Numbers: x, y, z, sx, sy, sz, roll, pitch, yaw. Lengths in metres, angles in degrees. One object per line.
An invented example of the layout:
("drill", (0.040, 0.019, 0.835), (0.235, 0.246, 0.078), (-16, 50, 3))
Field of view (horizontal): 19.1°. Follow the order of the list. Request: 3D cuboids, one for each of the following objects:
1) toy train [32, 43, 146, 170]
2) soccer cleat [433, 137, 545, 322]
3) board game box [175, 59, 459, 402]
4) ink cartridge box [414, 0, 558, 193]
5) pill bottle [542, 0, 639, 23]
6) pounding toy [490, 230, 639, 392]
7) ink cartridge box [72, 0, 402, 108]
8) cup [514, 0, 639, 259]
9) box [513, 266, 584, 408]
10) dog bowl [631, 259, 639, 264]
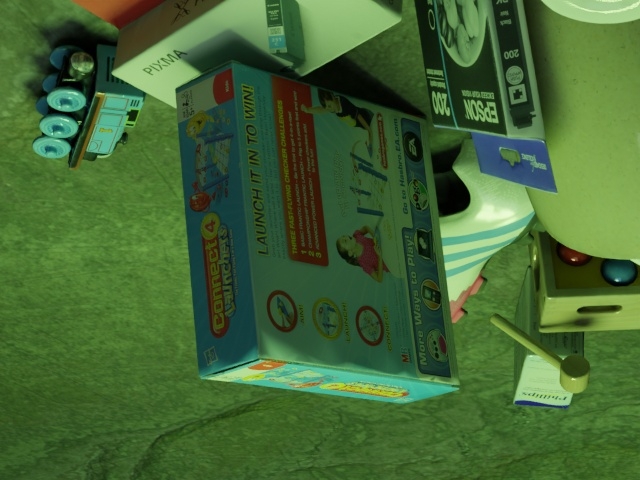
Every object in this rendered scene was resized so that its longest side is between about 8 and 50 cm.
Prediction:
("toy train", (-0.251, -0.143, 2.062), (0.105, 0.080, 0.184), (8, 149, -14))
("soccer cleat", (0.144, -0.010, 2.187), (0.143, 0.116, 0.331), (24, 140, -11))
("board game box", (0.000, 0.000, 1.950), (0.086, 0.308, 0.302), (-20, 158, 40))
("ink cartridge box", (0.142, -0.146, 1.697), (0.045, 0.208, 0.206), (-14, -171, -12))
("pill bottle", (0.230, -0.290, 1.516), (0.121, 0.216, 0.121), (6, 149, 3))
("pounding toy", (0.284, 0.061, 2.143), (0.181, 0.206, 0.094), (-2, 149, -2))
("ink cartridge box", (-0.111, -0.242, 1.880), (0.261, 0.066, 0.296), (28, 143, -33))
("cup", (0.292, -0.180, 1.699), (0.331, 0.331, 0.237), (-13, 128, 29))
("box", (0.281, 0.122, 2.347), (0.072, 0.126, 0.137), (5, 150, 0))
("dog bowl", (0.434, -0.063, 2.032), (0.265, 0.104, 0.265), (5, 149, 3))
